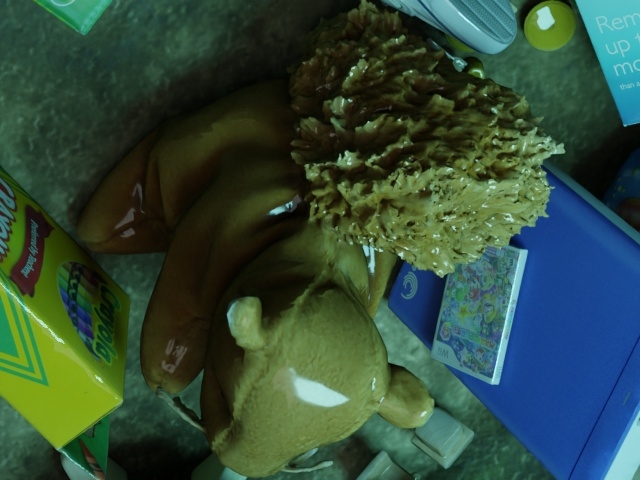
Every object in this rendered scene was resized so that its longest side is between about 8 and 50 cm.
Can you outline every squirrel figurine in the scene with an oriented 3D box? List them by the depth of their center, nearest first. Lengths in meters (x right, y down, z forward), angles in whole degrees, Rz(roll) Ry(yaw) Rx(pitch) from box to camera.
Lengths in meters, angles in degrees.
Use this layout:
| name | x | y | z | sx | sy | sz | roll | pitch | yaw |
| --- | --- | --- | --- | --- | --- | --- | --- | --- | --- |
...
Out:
| name | x | y | z | sx | sy | sz | roll | pitch | yaw |
| --- | --- | --- | --- | --- | --- | --- | --- | --- | --- |
| squirrel figurine | 0.000 | 0.000 | 1.489 | 0.281 | 0.370 | 0.397 | 35 | 107 | -18 |

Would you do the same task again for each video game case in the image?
| name | x | y | z | sx | sy | sz | roll | pitch | yaw |
| --- | --- | --- | --- | --- | --- | --- | --- | --- | --- |
| video game case | 0.139 | 0.057 | 1.589 | 0.011 | 0.087 | 0.122 | 5 | 101 | -37 |

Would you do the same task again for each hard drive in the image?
| name | x | y | z | sx | sy | sz | roll | pitch | yaw |
| --- | --- | --- | --- | --- | --- | --- | --- | --- | --- |
| hard drive | 0.190 | 0.055 | 1.566 | 0.040 | 0.318 | 0.210 | 5 | 117 | -37 |

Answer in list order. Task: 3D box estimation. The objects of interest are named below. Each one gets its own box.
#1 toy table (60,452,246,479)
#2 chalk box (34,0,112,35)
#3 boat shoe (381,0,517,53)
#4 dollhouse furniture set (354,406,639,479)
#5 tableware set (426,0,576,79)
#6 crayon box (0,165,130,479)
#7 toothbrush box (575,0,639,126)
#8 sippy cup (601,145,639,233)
| name | x | y | z | sx | sy | sz | roll | pitch | yaw |
| --- | --- | --- | --- | --- | --- | --- | --- | --- | --- |
| toy table | -0.151 | 0.306 | 1.733 | 0.274 | 0.161 | 0.252 | -31 | 113 | 10 |
| chalk box | -0.199 | -0.299 | 1.444 | 0.289 | 0.180 | 0.179 | 36 | 107 | -17 |
| boat shoe | 0.071 | -0.240 | 1.551 | 0.226 | 0.083 | 0.076 | 46 | 136 | -8 |
| dollhouse furniture set | 0.264 | 0.217 | 1.758 | 0.355 | 0.303 | 0.174 | -48 | 151 | -12 |
| tableware set | 0.176 | -0.202 | 1.604 | 0.104 | 0.024 | 0.154 | 38 | 105 | -22 |
| crayon box | -0.268 | 0.045 | 1.585 | 0.081 | 0.202 | 0.318 | -37 | 113 | 12 |
| toothbrush box | 0.312 | -0.270 | 1.490 | 0.216 | 0.126 | 0.295 | -12 | 116 | 26 |
| sippy cup | 0.373 | -0.002 | 1.577 | 0.305 | 0.224 | 0.240 | -16 | 110 | -26 |
